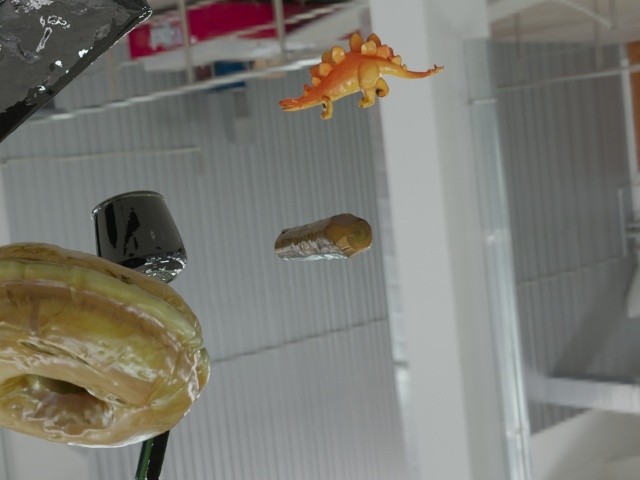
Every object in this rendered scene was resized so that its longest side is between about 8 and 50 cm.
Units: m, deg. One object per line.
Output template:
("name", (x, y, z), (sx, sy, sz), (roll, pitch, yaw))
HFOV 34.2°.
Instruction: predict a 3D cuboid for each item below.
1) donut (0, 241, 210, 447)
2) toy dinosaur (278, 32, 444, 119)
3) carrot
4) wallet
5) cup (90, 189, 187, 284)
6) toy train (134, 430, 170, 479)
("donut", (-0.392, 0.175, 1.630), (0.449, 0.198, 0.449), (6, 143, 4))
("toy dinosaur", (0.064, -0.280, 1.706), (0.288, 0.117, 0.070), (-19, -159, -6))
("carrot", (0.000, 0.000, 1.614), (0.070, 0.070, 0.260), (-8, 179, -25))
("wallet", (-0.463, -0.317, 1.643), (0.377, 0.197, 0.051), (-42, -147, -1))
("cup", (-0.355, 0.009, 2.012), (0.169, 0.176, 0.223), (-17, 165, -12))
("toy train", (-0.360, 0.435, 2.240), (0.042, 0.209, 0.044), (20, -170, 40))
